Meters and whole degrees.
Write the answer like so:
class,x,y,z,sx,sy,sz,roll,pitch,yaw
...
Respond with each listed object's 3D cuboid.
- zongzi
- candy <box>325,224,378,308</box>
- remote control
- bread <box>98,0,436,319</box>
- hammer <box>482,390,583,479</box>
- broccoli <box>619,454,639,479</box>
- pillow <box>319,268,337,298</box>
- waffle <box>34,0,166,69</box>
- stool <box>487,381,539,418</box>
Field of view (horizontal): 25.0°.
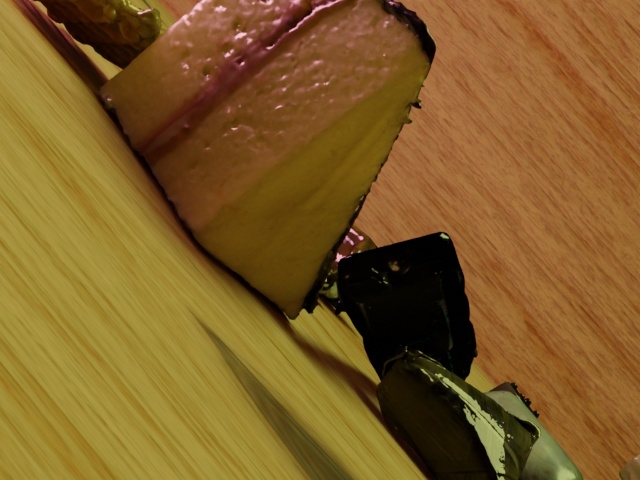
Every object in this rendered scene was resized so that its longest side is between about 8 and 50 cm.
class,x,y,z,sx,sy,sz,roll,pitch,yaw
zongzi,0.132,0.231,1.562,0.205,0.094,0.204,36,36,-14
candy,0.000,0.000,2.060,0.271,0.101,0.143,45,-6,46
remote control,0.105,0.101,1.641,0.399,0.144,0.062,64,11,-65
bread,-0.026,-0.134,1.510,0.242,0.405,0.345,29,30,-46
hammer,0.196,0.252,1.784,0.335,0.119,0.206,33,13,-52
broccoli,0.547,0.473,2.283,0.260,0.288,0.235,52,23,15
pillow,-0.092,-0.072,1.888,0.281,0.076,0.274,52,4,36
waffle,-0.244,-0.253,1.695,0.238,0.058,0.243,30,-9,20
stool,0.285,0.283,2.295,0.096,0.110,0.096,52,4,-6
